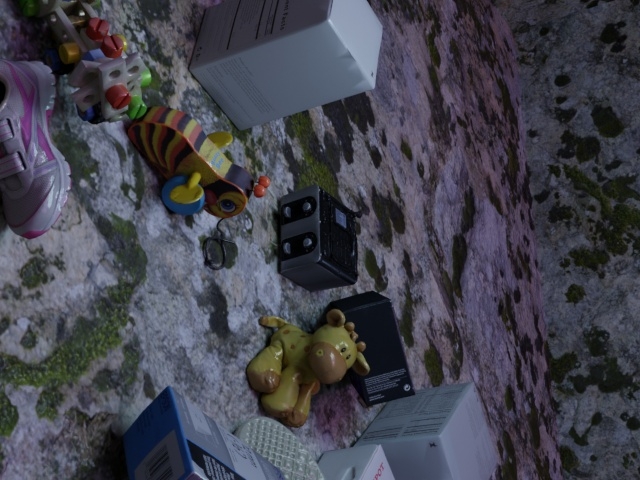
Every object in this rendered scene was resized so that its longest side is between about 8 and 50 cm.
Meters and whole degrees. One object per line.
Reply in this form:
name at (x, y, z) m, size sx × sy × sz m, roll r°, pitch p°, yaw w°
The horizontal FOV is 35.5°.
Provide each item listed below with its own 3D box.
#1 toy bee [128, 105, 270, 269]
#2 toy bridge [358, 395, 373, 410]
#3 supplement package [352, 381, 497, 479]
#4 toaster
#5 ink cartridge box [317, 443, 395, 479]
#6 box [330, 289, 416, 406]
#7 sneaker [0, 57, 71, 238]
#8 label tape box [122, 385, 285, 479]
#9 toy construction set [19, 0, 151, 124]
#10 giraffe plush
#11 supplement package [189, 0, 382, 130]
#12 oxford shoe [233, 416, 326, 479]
toy bee at (-0.171, -0.106, 1.641) m, size 0.298 × 0.162 × 0.195 m, roll 44°, pitch 39°, yaw -46°
toy bridge at (0.118, 0.290, 2.153) m, size 0.063 × 0.026 × 0.188 m, roll 57°, pitch 33°, yaw -35°
supplement package at (0.225, 0.449, 2.093) m, size 0.262 × 0.198 × 0.199 m, roll -36°, pitch 110°, yaw -61°
toaster at (0.000, 0.000, 1.969) m, size 0.185 × 0.110 × 0.168 m, roll 32°, pitch 51°, yaw -53°
ink cartridge box at (0.076, 0.563, 1.832) m, size 0.306 × 0.131 × 0.226 m, roll 67°, pitch 29°, yaw -15°
box at (0.097, 0.203, 1.947) m, size 0.261 × 0.103 × 0.184 m, roll -174°, pitch -109°, yaw -86°
sneaker at (-0.402, -0.123, 1.287) m, size 0.111 × 0.103 × 0.252 m, roll 12°, pitch 60°, yaw -58°
label tape box at (-0.101, 0.381, 1.373) m, size 0.347 × 0.115 × 0.249 m, roll 40°, pitch 3°, yaw -23°
toy construction set at (-0.311, -0.286, 1.380) m, size 0.151 × 0.215 × 0.328 m, roll -5°, pitch 56°, yaw -31°
giraffe plush at (-0.008, 0.214, 1.787) m, size 0.181 × 0.170 × 0.210 m, roll 46°, pitch 39°, yaw -44°
supplement package at (-0.059, -0.352, 1.821) m, size 0.177 × 0.293 × 0.175 m, roll 51°, pitch 37°, yaw -41°
oxford shoe at (-0.037, 0.506, 1.630) m, size 0.169 × 0.130 × 0.449 m, roll -19°, pitch 74°, yaw -36°
